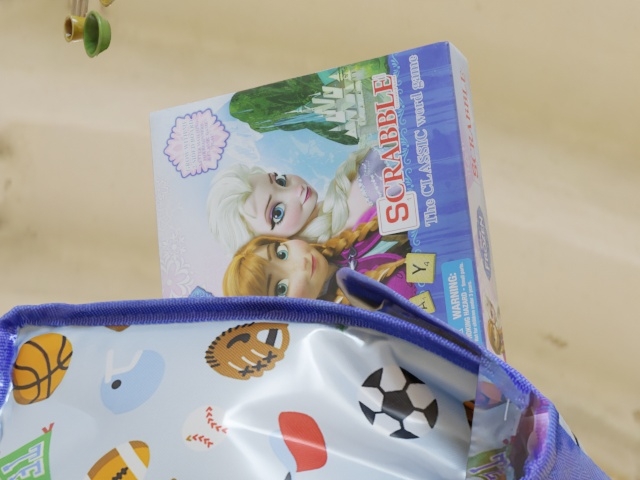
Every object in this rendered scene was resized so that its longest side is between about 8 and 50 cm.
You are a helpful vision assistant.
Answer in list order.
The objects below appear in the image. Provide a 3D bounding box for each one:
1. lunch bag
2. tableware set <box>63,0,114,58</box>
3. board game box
[{"bbox_3d":[0.014,0.181,1.143,0.385,0.239,0.328,-4,-31,27],"label":"lunch bag"},{"bbox_3d":[-0.183,-0.225,1.440,0.024,0.104,0.154,-1,-71,-28],"label":"tableware set"},{"bbox_3d":[0.000,0.000,1.733,0.318,0.319,0.066,-13,-18,20],"label":"board game box"}]
